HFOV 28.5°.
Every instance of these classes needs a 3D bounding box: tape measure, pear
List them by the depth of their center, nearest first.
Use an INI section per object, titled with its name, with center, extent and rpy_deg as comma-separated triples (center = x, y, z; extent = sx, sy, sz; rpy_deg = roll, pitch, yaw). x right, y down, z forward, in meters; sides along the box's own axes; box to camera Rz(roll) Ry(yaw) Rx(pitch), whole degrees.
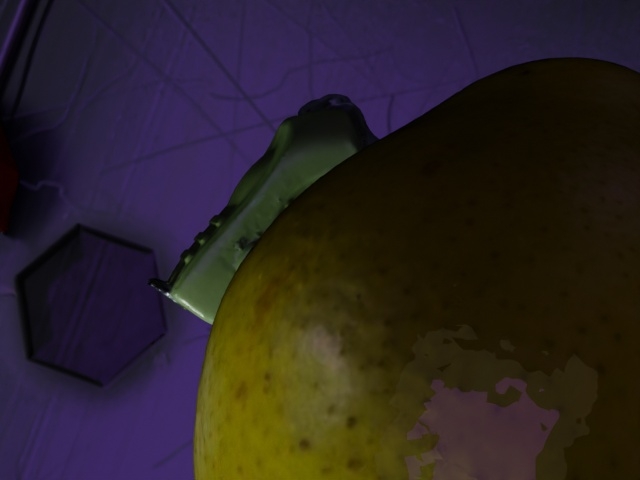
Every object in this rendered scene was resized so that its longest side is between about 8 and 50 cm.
[pear]
center = 0.107, 0.105, 0.736
extent = 0.362, 0.362, 0.418
rpy_deg = 12, 65, 6
[tape measure]
center = 0.000, 0.000, 0.931
extent = 0.175, 0.106, 0.200
rpy_deg = 36, 83, -11

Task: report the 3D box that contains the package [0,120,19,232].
[package]
center = -0.416, -0.155, 0.947
extent = 0.423, 0.196, 0.123
rpy_deg = 30, 84, 7
